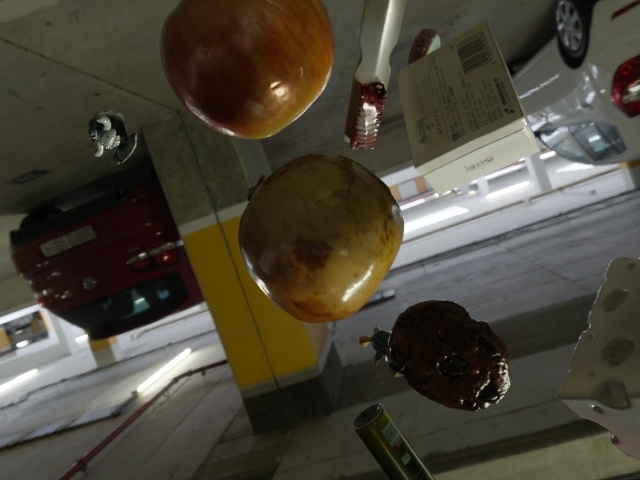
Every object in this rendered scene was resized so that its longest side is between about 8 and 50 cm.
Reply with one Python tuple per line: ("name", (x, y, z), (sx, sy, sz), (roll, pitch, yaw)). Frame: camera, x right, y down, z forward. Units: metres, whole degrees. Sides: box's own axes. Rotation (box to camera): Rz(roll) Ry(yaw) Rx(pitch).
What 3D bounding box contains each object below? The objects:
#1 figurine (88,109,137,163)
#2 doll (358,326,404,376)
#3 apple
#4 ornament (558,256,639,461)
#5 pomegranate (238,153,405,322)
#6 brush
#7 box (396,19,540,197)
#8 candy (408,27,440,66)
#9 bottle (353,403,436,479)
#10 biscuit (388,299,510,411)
("figurine", (-0.411, -0.201, 0.881), (0.094, 0.086, 0.082), (-39, -140, 15))
("doll", (0.169, 0.264, 1.045), (0.101, 0.089, 0.179), (-26, -153, -22))
("apple", (-0.113, -0.300, 0.724), (0.286, 0.233, 0.286), (-35, -153, 21))
("ornament", (0.477, 0.145, 0.502), (0.239, 0.239, 0.240), (-51, 180, -27))
("pomegranate", (-0.010, -0.004, 0.570), (0.215, 0.216, 0.215), (-20, -177, 1))
("brush", (0.083, -0.261, 0.694), (0.060, 0.050, 0.321), (-2, 146, -6))
("box", (0.276, -0.257, 0.886), (0.203, 0.275, 0.116), (-24, 142, 29))
("candy", (0.238, -0.430, 1.037), (0.043, 0.103, 0.103), (26, -155, 22))
("bottle", (0.183, 0.491, 0.973), (0.082, 0.286, 0.082), (-36, -179, 1))
("biscuit", (0.188, 0.176, 0.680), (0.192, 0.192, 0.049), (-17, -167, 41))
